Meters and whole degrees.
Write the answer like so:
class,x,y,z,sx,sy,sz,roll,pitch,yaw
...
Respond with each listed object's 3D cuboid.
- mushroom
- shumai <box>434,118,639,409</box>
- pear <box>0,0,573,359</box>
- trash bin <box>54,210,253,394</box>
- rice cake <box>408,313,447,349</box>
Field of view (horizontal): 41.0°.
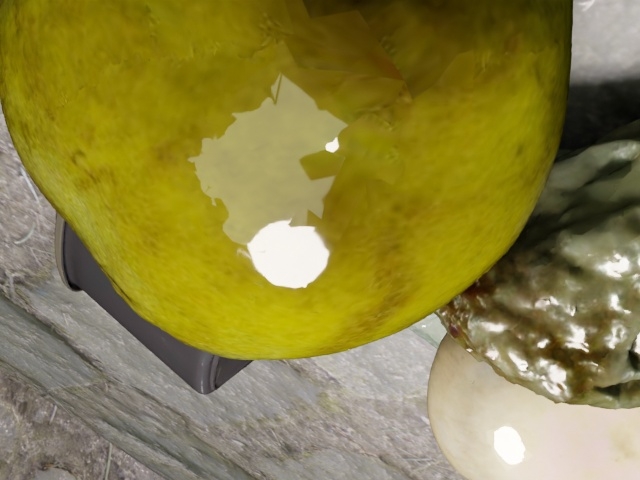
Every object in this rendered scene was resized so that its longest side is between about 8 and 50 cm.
class,x,y,z,sx,sy,sz,roll,pitch,yaw
mushroom,0.231,0.128,0.808,0.260,0.254,0.234,19,-164,-8
shumai,0.203,-0.022,0.599,0.272,0.222,0.203,1,135,3
pear,-0.024,-0.103,0.538,0.352,0.352,0.413,38,148,-13
trash bin,-0.171,0.010,0.946,0.290,0.182,0.209,41,143,17
rice cake,0.175,0.107,0.949,0.206,0.063,0.069,34,145,-9
